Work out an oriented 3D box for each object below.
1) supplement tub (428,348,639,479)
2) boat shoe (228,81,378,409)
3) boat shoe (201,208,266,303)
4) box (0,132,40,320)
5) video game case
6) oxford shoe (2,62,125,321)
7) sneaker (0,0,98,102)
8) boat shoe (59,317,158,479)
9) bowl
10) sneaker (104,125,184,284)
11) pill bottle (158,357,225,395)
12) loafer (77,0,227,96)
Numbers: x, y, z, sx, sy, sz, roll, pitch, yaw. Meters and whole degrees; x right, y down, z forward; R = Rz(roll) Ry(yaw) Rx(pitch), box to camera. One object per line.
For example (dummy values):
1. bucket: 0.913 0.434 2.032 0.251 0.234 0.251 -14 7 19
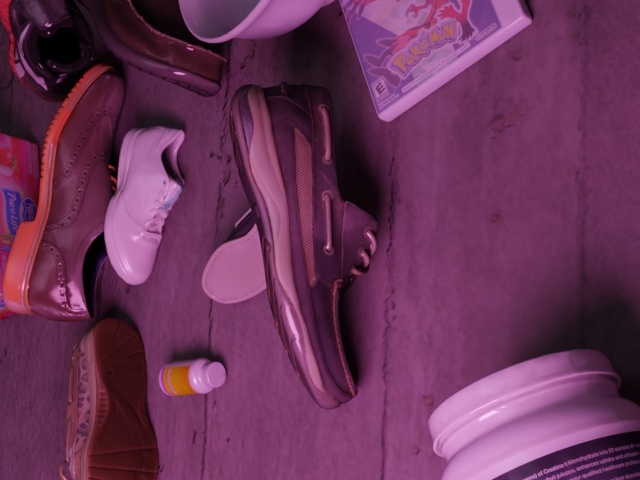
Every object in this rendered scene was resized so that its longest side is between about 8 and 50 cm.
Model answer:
1. supplement tub: 0.211 0.246 0.896 0.191 0.191 0.272 -36 59 30
2. boat shoe: 0.000 0.000 1.166 0.132 0.130 0.356 -166 62 -82
3. boat shoe: -0.066 -0.005 1.303 0.206 0.075 0.065 -48 10 29
4. box: -0.495 -0.021 1.630 0.128 0.122 0.257 -23 66 36
5. video game case: 0.118 -0.257 1.208 0.201 0.023 0.184 -33 60 32
6. oxford shoe: -0.312 -0.064 1.507 0.132 0.130 0.364 13 81 10
7. sneaker: -0.368 -0.258 1.519 0.097 0.276 0.135 -33 71 -19
8. boat shoe: -0.272 0.243 1.396 0.089 0.104 0.285 -30 52 38
9. bowl: -0.038 -0.356 1.275 0.298 0.134 0.298 -25 59 51
10. sneaker: -0.218 -0.049 1.430 0.094 0.080 0.212 -3 77 29
11. pill bottle: -0.155 0.165 1.339 0.083 0.043 0.043 -11 73 40
12. loafer: -0.227 -0.316 1.452 0.130 0.133 0.366 -56 50 16
